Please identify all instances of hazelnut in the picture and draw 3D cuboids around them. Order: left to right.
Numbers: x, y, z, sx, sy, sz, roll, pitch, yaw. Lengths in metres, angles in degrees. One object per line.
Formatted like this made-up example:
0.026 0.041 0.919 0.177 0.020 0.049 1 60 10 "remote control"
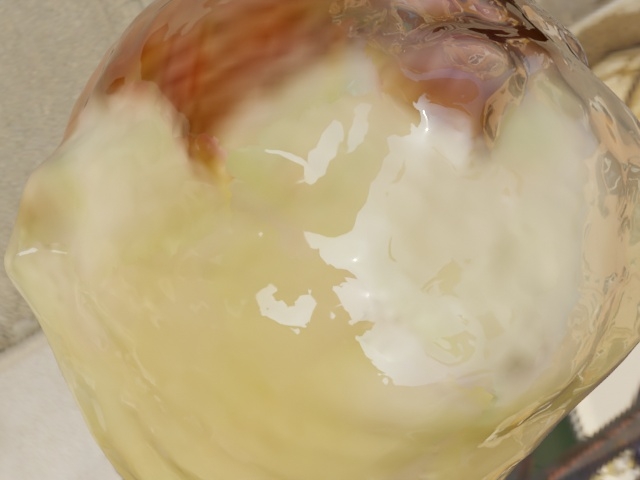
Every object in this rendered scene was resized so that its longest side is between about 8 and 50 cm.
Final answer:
0.000 0.000 0.558 0.241 0.261 0.261 -2 92 -28 "hazelnut"
